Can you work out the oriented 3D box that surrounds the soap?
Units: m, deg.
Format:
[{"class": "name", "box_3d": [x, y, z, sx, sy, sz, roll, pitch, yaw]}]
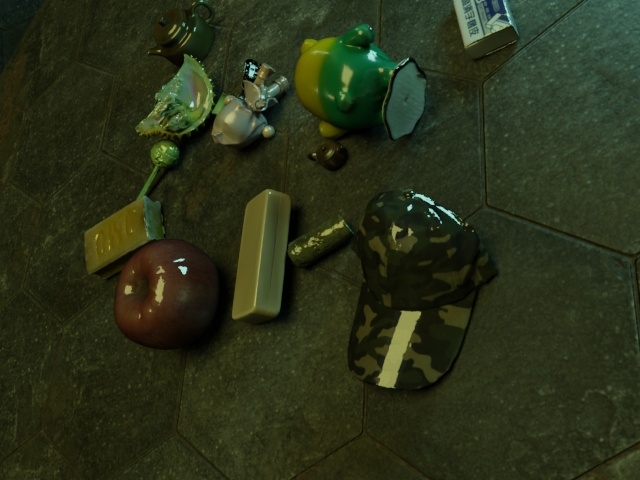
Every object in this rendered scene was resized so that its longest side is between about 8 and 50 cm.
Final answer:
[{"class": "soap", "box_3d": [-0.621, -0.009, 2.106, 0.274, 0.089, 0.173, -28, 60, 23]}]

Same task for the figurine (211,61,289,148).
[{"class": "figurine", "box_3d": [-0.208, -0.384, 1.948, 0.200, 0.133, 0.275, 40, 96, 19]}]

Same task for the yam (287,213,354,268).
[{"class": "yam", "box_3d": [0.000, 0.000, 1.670, 0.179, 0.078, 0.078, -33, 54, 19]}]

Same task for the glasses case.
[{"class": "glasses case", "box_3d": [-0.151, 0.042, 1.727, 0.144, 0.076, 0.336, -25, 54, 55]}]

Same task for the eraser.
[{"class": "eraser", "box_3d": [0.400, -0.561, 1.639, 0.125, 0.068, 0.210, -21, 58, 27]}]

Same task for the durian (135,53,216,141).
[{"class": "durian", "box_3d": [-0.446, -0.423, 2.109, 0.172, 0.166, 0.306, 34, 79, 37]}]

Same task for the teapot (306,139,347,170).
[{"class": "teapot", "box_3d": [0.017, -0.230, 1.762, 0.121, 0.068, 0.076, -6, 67, 33]}]

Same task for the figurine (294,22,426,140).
[{"class": "figurine", "box_3d": [0.077, -0.389, 1.683, 0.340, 0.323, 0.231, 22, 39, 35]}]

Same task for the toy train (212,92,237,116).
[{"class": "toy train", "box_3d": [-0.302, -0.422, 2.095, 0.056, 0.038, 0.093, 24, 85, 42]}]

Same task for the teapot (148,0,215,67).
[{"class": "teapot", "box_3d": [-0.475, -0.712, 2.260, 0.268, 0.175, 0.185, -43, 54, 12]}]

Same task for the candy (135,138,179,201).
[{"class": "candy", "box_3d": [-0.560, -0.181, 2.162, 0.335, 0.093, 0.092, -58, 6, 11]}]

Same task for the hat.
[{"class": "hat", "box_3d": [0.161, 0.106, 1.437, 0.367, 0.257, 0.381, 3, 53, 38]}]

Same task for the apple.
[{"class": "apple", "box_3d": [-0.407, 0.147, 1.791, 0.306, 0.235, 0.305, -15, 64, 33]}]

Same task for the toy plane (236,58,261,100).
[{"class": "toy plane", "box_3d": [-0.224, -0.486, 2.057, 0.078, 0.054, 0.196, 150, 129, -66]}]
